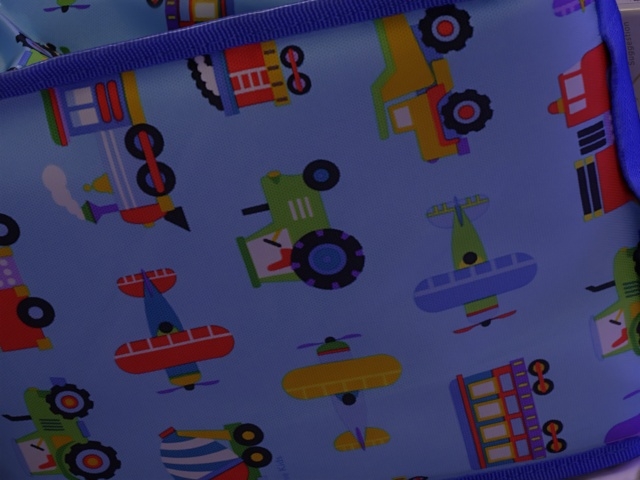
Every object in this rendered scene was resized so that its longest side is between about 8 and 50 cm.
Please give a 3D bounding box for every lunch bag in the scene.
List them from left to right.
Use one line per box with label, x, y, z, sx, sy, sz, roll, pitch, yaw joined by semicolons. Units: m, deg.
lunch bag;0.000;0.000;0.566;0.293;0.221;0.138;-4;32;19

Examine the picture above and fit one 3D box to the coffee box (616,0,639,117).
coffee box;0.188;-0.066;0.668;0.246;0.141;0.098;-1;34;26
